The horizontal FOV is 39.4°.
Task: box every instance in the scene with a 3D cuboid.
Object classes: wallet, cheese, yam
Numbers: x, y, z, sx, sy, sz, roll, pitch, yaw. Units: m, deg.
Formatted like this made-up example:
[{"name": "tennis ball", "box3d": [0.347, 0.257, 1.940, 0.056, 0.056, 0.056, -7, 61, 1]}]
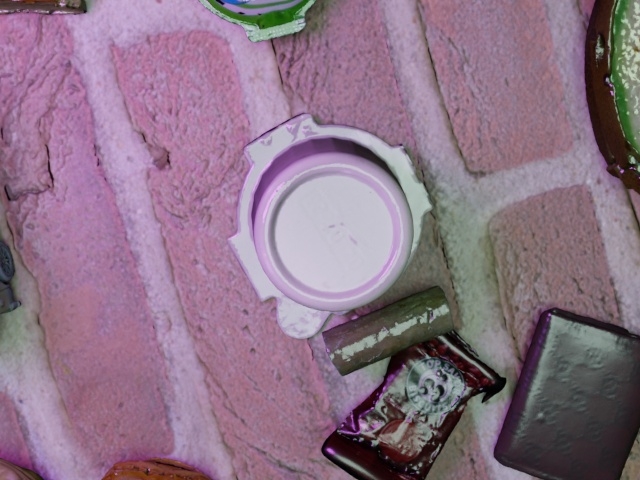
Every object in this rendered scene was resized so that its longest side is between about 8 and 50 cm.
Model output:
[{"name": "wallet", "box3d": [0.345, 0.218, 1.193, 0.181, 0.049, 0.229, 17, 98, -2]}, {"name": "cheese", "box3d": [-0.091, -0.409, 1.104, 0.203, 0.083, 0.321, -14, 97, 1]}, {"name": "yam", "box3d": [0.087, 0.116, 1.153, 0.169, 0.068, 0.068, -21, 96, -3]}]

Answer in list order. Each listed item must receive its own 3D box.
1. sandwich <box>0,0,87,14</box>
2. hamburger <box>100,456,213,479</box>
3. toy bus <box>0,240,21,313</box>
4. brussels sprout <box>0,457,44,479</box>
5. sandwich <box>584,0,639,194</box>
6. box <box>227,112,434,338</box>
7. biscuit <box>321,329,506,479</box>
[{"name": "sandwich", "box3d": [-0.422, -0.394, 1.117, 0.244, 0.063, 0.212, 0, 95, -2]}, {"name": "hamburger", "box3d": [-0.217, 0.394, 1.178, 0.213, 0.108, 0.214, 0, 95, -1]}, {"name": "toy bus", "box3d": [-0.495, -0.035, 1.091, 0.151, 0.190, 0.313, -11, 96, 2]}, {"name": "brussels sprout", "box3d": [-0.418, 0.363, 1.169, 0.145, 0.131, 0.183, -16, 96, 24]}, {"name": "sandwich", "box3d": [0.426, -0.222, 1.119, 0.212, 0.109, 0.292, -23, 98, -4]}, {"name": "box", "box3d": [0.000, 0.000, 1.087, 0.262, 0.206, 0.291, 20, 96, -3]}, {"name": "biscuit", "box3d": [0.126, 0.224, 1.183, 0.151, 0.063, 0.235, 37, 87, -4]}]
